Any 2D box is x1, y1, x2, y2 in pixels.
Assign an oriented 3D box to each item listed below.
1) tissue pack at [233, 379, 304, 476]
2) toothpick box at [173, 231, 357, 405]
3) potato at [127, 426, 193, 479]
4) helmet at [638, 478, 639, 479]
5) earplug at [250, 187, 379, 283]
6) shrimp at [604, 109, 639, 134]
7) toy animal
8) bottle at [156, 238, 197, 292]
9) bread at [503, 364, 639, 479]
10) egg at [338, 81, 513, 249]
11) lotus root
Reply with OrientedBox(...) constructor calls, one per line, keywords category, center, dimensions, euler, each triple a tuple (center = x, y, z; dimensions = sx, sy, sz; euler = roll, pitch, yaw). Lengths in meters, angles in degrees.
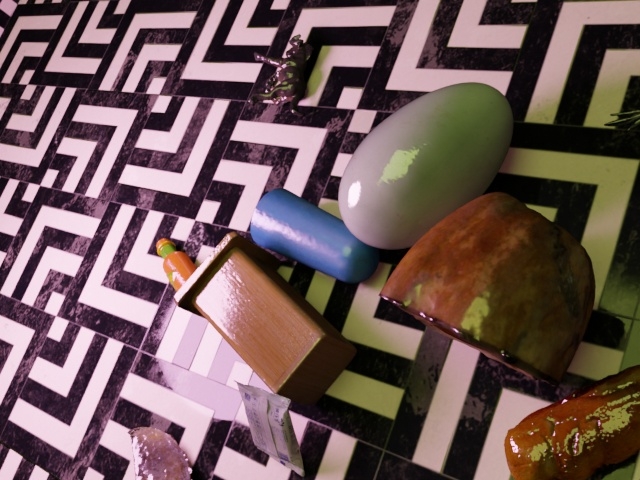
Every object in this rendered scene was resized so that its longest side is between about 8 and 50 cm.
OrientedBox(category="tissue pack", center=(-0.091, 0.340, 1.246), dimensions=(0.123, 0.192, 0.026), euler=(17, 41, 35))
OrientedBox(category="toothpick box", center=(-0.100, 0.159, 1.330), dimensions=(0.190, 0.187, 0.308), euler=(-50, 56, 2))
OrientedBox(category="potato", center=(-0.313, 0.503, 1.370), dimensions=(0.121, 0.100, 0.261), euler=(-7, 40, -13))
OrientedBox(category="helmet", center=(0.473, 0.393, 0.882), dimensions=(0.198, 0.154, 0.253), euler=(42, 112, 19))
OrientedBox(category="earplug", center=(0.000, 0.000, 1.377), dimensions=(0.273, 0.132, 0.132), euler=(26, 83, 34))
OrientedBox(category="shrimp", center=(0.639, -0.263, 1.078), dimensions=(0.373, 0.137, 0.171), euler=(-14, 101, 20))
OrientedBox(category="toy animal", center=(-0.084, -0.393, 1.636), dimensions=(0.148, 0.084, 0.232), euler=(-13, 58, 25))
OrientedBox(category="bottle", center=(-0.329, 0.061, 1.585), dimensions=(0.069, 0.069, 0.187), euler=(-46, 50, 5))
OrientedBox(category="bread", center=(0.429, 0.261, 1.010), dimensions=(0.344, 0.084, 0.124), euler=(-31, 56, 16))
OrientedBox(category="egg", center=(0.195, -0.137, 1.252), dimensions=(0.371, 0.230, 0.230), euler=(-41, 53, 1))
OrientedBox(category="lotus root", center=(0.295, 0.086, 1.055), dimensions=(0.316, 0.316, 0.250), euler=(32, 82, 38))
